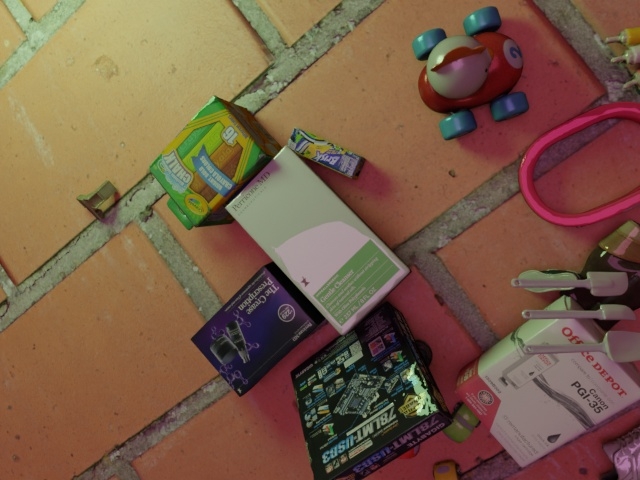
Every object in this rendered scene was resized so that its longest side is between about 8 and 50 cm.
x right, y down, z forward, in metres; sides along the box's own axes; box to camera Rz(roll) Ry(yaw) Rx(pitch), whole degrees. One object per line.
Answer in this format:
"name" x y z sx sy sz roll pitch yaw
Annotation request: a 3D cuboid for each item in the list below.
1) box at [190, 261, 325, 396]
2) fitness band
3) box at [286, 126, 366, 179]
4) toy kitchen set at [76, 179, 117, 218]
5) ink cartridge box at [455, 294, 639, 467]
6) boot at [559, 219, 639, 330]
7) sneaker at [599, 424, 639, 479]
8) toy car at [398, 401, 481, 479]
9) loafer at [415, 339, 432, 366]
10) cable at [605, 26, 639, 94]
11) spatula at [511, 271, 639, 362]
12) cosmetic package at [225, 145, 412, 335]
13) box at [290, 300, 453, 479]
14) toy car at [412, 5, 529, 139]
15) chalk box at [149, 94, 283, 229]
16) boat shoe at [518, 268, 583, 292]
"box" -0.143 0.203 1.253 0.184 0.103 0.261 46 104 5
"fitness band" 0.543 -0.148 1.066 0.290 0.054 0.209 -26 85 15
"box" 0.012 -0.194 1.197 0.168 0.059 0.054 27 99 12
"toy kitchen set" -0.564 -0.104 1.380 0.083 0.075 0.068 7 140 46
"ink cartridge box" 0.446 0.278 1.070 0.207 0.117 0.283 49 114 7
"boot" 0.635 0.100 1.058 0.248 0.090 0.207 35 114 9
"sneaker" 0.631 0.419 1.069 0.115 0.090 0.232 21 99 16
"toy car" 0.269 0.447 1.184 0.239 0.053 0.225 38 103 9
"loafer" 0.138 0.324 1.193 0.267 0.084 0.096 -41 85 15
"cable" 0.687 -0.367 0.996 0.287 0.072 0.140 -21 94 15
"spatula" 0.467 0.136 0.968 0.241 0.019 0.168 1 72 -11
"cosmetic package" 0.000 0.000 1.149 0.365 0.155 0.197 45 95 10
"box" 0.087 0.319 1.118 0.295 0.293 0.073 -39 128 14
"toy car" 0.284 -0.331 1.021 0.210 0.238 0.219 -18 90 16
"chalk box" -0.241 -0.148 1.208 0.289 0.179 0.180 -44 82 14
"boat shoe" 0.467 0.079 1.095 0.125 0.038 0.046 -10 89 49
